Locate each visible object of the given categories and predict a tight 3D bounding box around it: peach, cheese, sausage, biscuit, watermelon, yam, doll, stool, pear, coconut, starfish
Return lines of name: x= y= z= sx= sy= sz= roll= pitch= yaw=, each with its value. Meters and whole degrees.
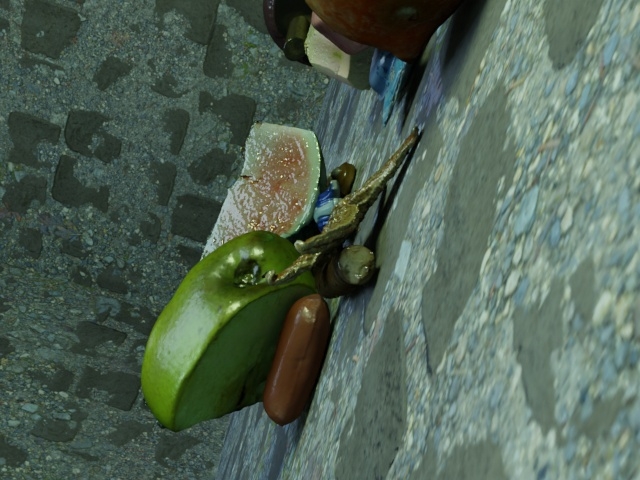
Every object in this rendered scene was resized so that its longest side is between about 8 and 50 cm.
peach: x=0.074 y=-0.312 z=0.871 sx=0.232 sy=0.232 sz=0.257 roll=-89 pitch=-22 yaw=-71
cheese: x=0.105 y=-0.251 z=1.165 sx=0.245 sy=0.052 sz=0.135 roll=-86 pitch=11 yaw=-62
sausage: x=-0.033 y=0.170 z=1.184 sx=0.077 sy=0.077 sz=0.194 roll=-121 pitch=47 yaw=-83
biscuit: x=0.000 y=0.000 z=1.516 sx=0.197 sy=0.049 sz=0.301 roll=136 pitch=149 yaw=-84
watermelon: x=-0.093 y=-0.041 z=1.435 sx=0.224 sy=0.180 sz=0.305 roll=149 pitch=143 yaw=-77
yam: x=0.027 y=0.042 z=1.052 sx=0.241 sy=0.057 sz=0.057 roll=137 pitch=149 yaw=-78
doll: x=0.024 y=-0.037 z=1.279 sx=0.195 sy=0.070 sz=0.096 roll=95 pitch=168 yaw=-79
stool: x=0.021 y=-0.484 z=1.751 sx=0.178 sy=0.272 sz=0.272 roll=-112 pitch=38 yaw=-61
pear: x=-0.134 y=0.111 z=1.254 sx=0.176 sy=0.286 sz=0.282 roll=41 pitch=126 yaw=33
coconut: x=0.063 y=-0.323 z=1.346 sx=0.147 sy=0.152 sz=0.147 roll=-37 pitch=-35 yaw=-32
starfish: x=0.030 y=-0.024 z=1.013 sx=0.231 sy=0.048 sz=0.295 roll=-41 pitch=-5 yaw=-39

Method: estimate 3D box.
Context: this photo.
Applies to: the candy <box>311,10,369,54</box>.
candy: x=0.091 y=-0.380 z=1.149 sx=0.255 sy=0.094 sz=0.255 roll=-49 pitch=15 yaw=18
